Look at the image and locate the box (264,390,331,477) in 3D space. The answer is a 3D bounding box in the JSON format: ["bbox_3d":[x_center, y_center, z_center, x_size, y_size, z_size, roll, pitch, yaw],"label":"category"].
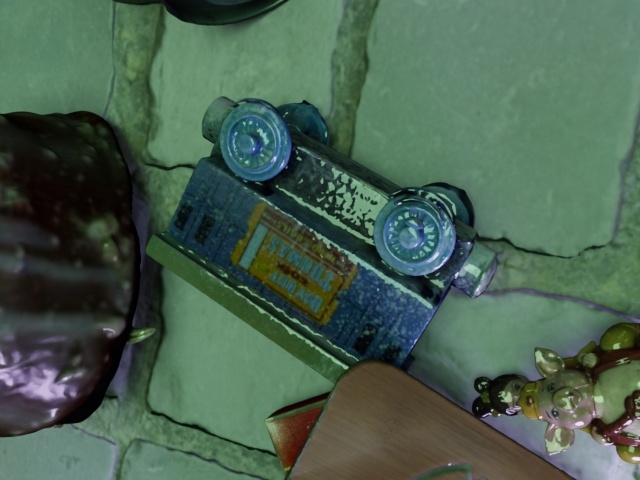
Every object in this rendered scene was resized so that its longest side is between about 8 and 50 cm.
[{"bbox_3d":[0.029,0.237,0.641,0.112,0.048,0.175,-23,86,17],"label":"box"}]

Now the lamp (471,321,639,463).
[{"bbox_3d":[0.249,0.123,0.536,0.253,0.118,0.118,-5,91,17],"label":"lamp"}]

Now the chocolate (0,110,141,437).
[{"bbox_3d":[-0.324,0.018,0.624,0.225,0.210,0.340,-5,82,27],"label":"chocolate"}]

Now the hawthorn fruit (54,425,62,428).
[{"bbox_3d":[-0.428,0.149,0.737,0.286,0.165,0.165,7,95,7],"label":"hawthorn fruit"}]

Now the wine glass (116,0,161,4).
[{"bbox_3d":[-0.251,-0.381,0.515,0.267,0.406,0.267,1,92,20],"label":"wine glass"}]

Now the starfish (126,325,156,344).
[{"bbox_3d":[-0.260,0.060,0.723,0.217,0.050,0.223,12,85,22],"label":"starfish"}]

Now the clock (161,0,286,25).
[{"bbox_3d":[-0.068,-0.268,0.578,0.185,0.184,0.040,-31,77,16],"label":"clock"}]

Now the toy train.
[{"bbox_3d":[0.000,0.000,0.604,0.300,0.131,0.202,32,109,14],"label":"toy train"}]

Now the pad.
[{"bbox_3d":[0.079,0.274,0.509,0.287,0.018,0.284,34,73,-13],"label":"pad"}]
